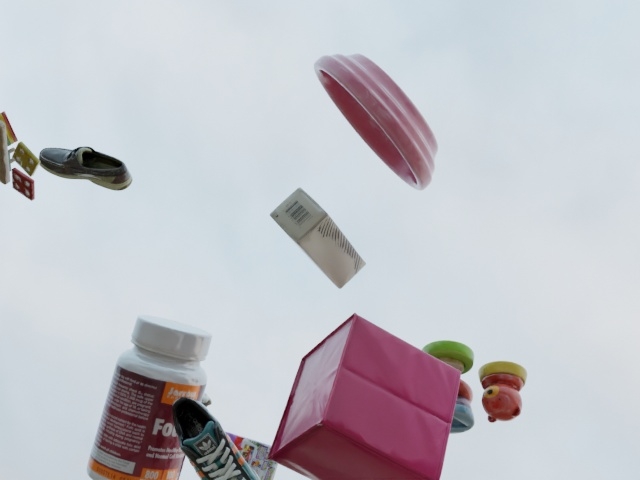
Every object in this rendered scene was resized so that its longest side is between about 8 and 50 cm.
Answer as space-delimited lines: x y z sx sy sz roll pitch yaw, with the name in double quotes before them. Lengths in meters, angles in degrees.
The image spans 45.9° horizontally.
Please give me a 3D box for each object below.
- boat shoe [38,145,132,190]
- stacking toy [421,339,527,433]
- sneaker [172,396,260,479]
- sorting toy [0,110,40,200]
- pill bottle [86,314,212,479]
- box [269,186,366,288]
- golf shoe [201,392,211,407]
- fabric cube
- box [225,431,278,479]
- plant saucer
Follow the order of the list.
"boat shoe" -0.530 -0.178 1.698 0.224 0.080 0.073 17 -42 8
"stacking toy" 0.331 0.389 1.891 0.280 0.130 0.309 28 -43 -22
"sneaker" -0.220 0.447 1.548 0.302 0.108 0.121 47 -14 28
"sorting toy" -0.576 -0.181 1.314 0.275 0.046 0.132 31 -45 15
"pill bottle" -0.403 0.393 1.824 0.224 0.224 0.392 15 -92 6
"box" 0.000 0.000 1.699 0.094 0.113 0.275 -44 -31 -1
"golf shoe" -0.414 0.551 2.182 0.120 0.272 0.105 11 -17 38
"fabric cube" 0.088 0.350 1.511 0.258 0.259 0.254 30 -39 -12
"box" -0.246 0.736 2.242 0.201 0.293 0.057 29 -20 -34
"plant saucer" 0.122 -0.247 1.499 0.084 0.332 0.332 -40 -70 1
